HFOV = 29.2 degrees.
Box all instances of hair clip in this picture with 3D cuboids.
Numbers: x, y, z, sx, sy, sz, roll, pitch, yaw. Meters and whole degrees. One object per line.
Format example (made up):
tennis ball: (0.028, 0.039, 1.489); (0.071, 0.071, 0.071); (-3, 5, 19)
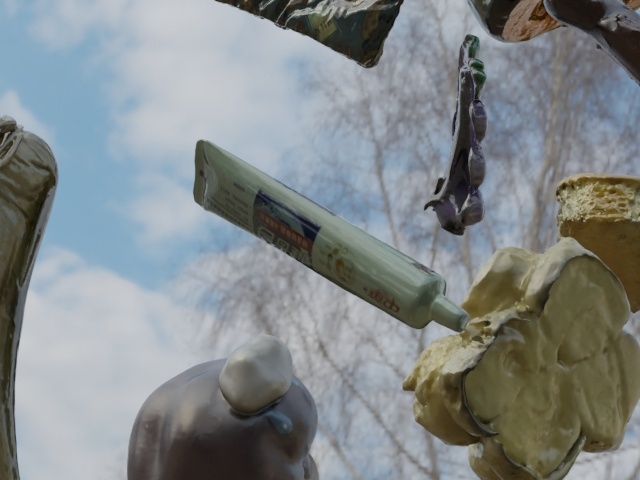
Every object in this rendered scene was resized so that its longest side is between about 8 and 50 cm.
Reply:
hair clip: (0.134, -0.103, 1.205); (0.052, 0.195, 0.124); (4, 5, -8)

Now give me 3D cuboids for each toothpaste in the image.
toothpaste: (0.000, 0.000, 0.800); (0.233, 0.038, 0.060); (30, -41, 29)

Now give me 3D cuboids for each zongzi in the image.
zongzi: (-0.191, 0.039, 0.702); (0.197, 0.194, 0.099); (39, -16, 1)

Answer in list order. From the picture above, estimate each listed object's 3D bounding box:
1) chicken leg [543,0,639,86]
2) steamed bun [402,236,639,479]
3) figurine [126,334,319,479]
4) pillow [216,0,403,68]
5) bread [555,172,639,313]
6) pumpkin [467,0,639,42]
chicken leg: (0.156, -0.017, 0.441); (0.093, 0.053, 0.205); (-17, -81, 57)
steamed bun: (0.161, 0.104, 0.958); (0.192, 0.177, 0.106); (50, -24, -25)
figurine: (-0.050, 0.285, 1.286); (0.365, 0.218, 0.206); (53, -19, -18)
pillow: (0.002, -0.311, 1.332); (0.255, 0.189, 0.034); (29, 7, 34)
bread: (0.434, 0.006, 1.833); (0.174, 0.121, 0.245); (8, -36, 24)
pumpkin: (0.301, -0.397, 1.505); (0.242, 0.325, 0.232); (-43, -110, 52)
